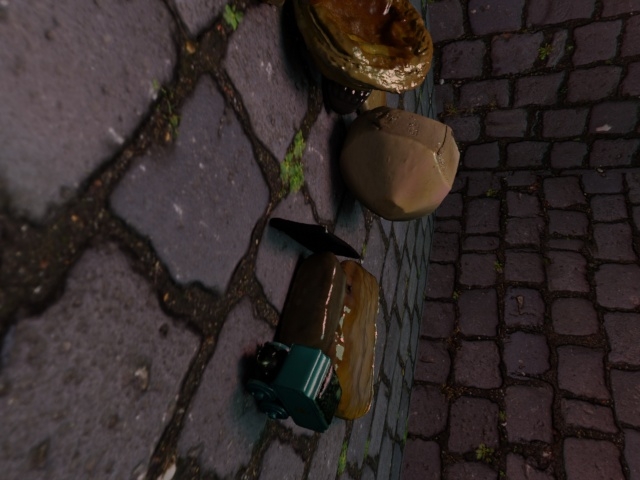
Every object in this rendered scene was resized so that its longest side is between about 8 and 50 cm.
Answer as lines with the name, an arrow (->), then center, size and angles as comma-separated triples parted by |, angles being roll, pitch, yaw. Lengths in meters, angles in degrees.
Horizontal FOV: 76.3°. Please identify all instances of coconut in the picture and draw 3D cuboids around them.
coconut -> 0.213, -0.210, 1.142 | 0.353, 0.353, 0.352 | 2, 90, -68

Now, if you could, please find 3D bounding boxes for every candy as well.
candy -> -0.012, 0.140, 0.890 | 0.104, 0.102, 0.234 | 61, 35, -52

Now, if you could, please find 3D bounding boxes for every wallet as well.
wallet -> 0.000, -0.001, 0.875 | 0.244, 0.124, 0.025 | 36, 66, -64

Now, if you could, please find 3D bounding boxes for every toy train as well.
toy train -> -0.045, 0.268, 0.752 | 0.107, 0.154, 0.197 | -63, 148, -41

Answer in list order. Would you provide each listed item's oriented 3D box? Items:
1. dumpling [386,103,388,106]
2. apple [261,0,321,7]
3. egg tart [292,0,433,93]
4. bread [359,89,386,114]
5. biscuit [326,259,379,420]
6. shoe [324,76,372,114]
dumpling -> 0.266, -0.385, 1.554 | 0.166, 0.086, 0.332 | -68, 147, -45
apple -> -0.039, -0.487, 0.692 | 0.156, 0.158, 0.147 | -62, 145, -39
egg tart -> 0.085, -0.451, 0.908 | 0.352, 0.150, 0.351 | 10, 66, -24
bread -> 0.164, -0.511, 1.325 | 0.316, 0.054, 0.315 | 3, 90, -68
biscuit -> 0.077, 0.271, 1.118 | 0.446, 0.104, 0.429 | 40, 55, -66
shoe -> 0.094, -0.481, 1.093 | 0.171, 0.132, 0.336 | 166, -54, -82
